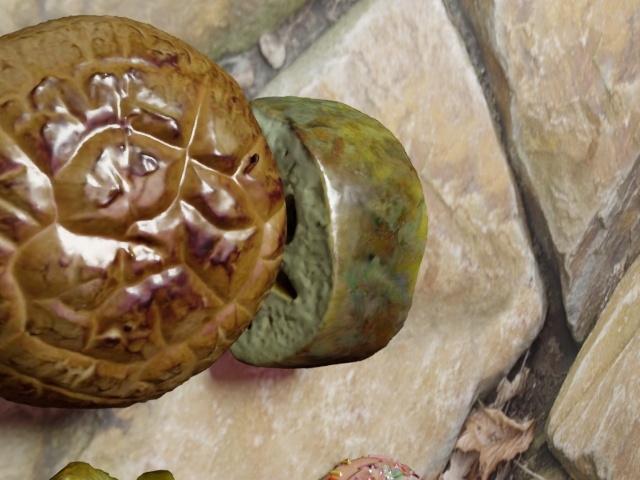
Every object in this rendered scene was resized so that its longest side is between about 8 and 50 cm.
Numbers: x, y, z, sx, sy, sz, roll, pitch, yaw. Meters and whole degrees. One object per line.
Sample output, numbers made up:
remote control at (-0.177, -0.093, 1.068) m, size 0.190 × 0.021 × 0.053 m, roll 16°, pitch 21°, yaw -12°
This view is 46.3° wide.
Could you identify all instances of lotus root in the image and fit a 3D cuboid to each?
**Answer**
lotus root at (0.000, 0.000, 0.612) m, size 0.119 × 0.138 × 0.234 m, roll -4°, pitch 101°, yaw -51°

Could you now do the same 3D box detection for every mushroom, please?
mushroom at (-0.138, -0.011, 0.468) m, size 0.253 × 0.153 × 0.253 m, roll -9°, pitch 109°, yaw -29°

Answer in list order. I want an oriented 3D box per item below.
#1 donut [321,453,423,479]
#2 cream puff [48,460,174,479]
donut at (0.039, 0.270, 0.764) m, size 0.166 × 0.065 × 0.117 m, roll -14°, pitch 114°, yaw -39°
cream puff at (-0.162, 0.255, 0.492) m, size 0.244 × 0.196 × 0.244 m, roll -19°, pitch 157°, yaw -8°
